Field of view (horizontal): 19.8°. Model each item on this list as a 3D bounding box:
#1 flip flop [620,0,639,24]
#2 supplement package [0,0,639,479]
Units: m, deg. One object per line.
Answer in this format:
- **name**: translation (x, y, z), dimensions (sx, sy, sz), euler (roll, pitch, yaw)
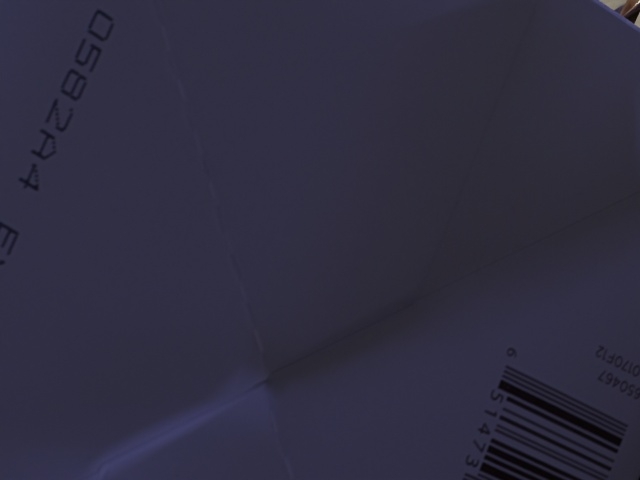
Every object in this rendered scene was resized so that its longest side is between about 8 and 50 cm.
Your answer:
- **flip flop**: translation (0.190, -0.101, 0.745), dimensions (0.277, 0.080, 0.112), euler (-20, 19, 4)
- **supplement package**: translation (-0.078, 0.011, 0.444), dimensions (0.262, 0.198, 0.199), euler (12, 77, 58)
